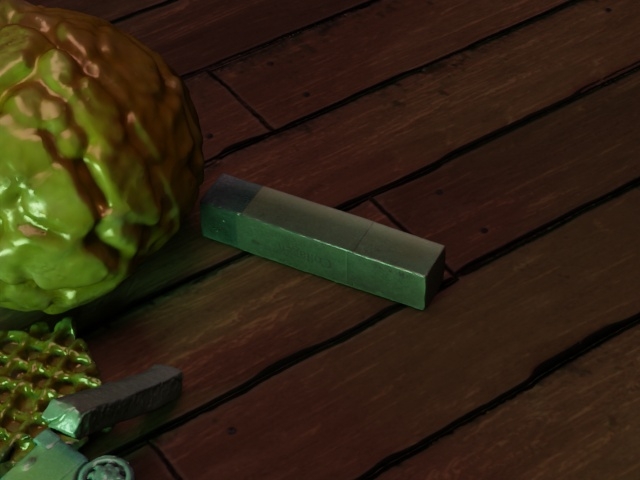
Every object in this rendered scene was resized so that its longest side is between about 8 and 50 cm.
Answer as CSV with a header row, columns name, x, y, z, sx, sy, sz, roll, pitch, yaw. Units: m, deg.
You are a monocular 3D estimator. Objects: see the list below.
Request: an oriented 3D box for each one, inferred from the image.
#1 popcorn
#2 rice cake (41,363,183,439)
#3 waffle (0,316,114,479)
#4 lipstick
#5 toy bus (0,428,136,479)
name,x,y,z,sx,sy,sz,roll,pitch,yaw
popcorn,-0.316,-0.113,1.754,0.354,0.344,0.390,-20,40,-12
rice cake,-0.219,0.174,1.570,0.045,0.042,0.245,16,10,20
waffle,-0.349,0.186,1.642,0.204,0.054,0.223,-17,43,-17
lipstick,0.000,0.000,1.830,0.317,0.066,0.068,19,46,20
toy bus,-0.207,0.340,1.400,0.312,0.152,0.190,28,49,27
